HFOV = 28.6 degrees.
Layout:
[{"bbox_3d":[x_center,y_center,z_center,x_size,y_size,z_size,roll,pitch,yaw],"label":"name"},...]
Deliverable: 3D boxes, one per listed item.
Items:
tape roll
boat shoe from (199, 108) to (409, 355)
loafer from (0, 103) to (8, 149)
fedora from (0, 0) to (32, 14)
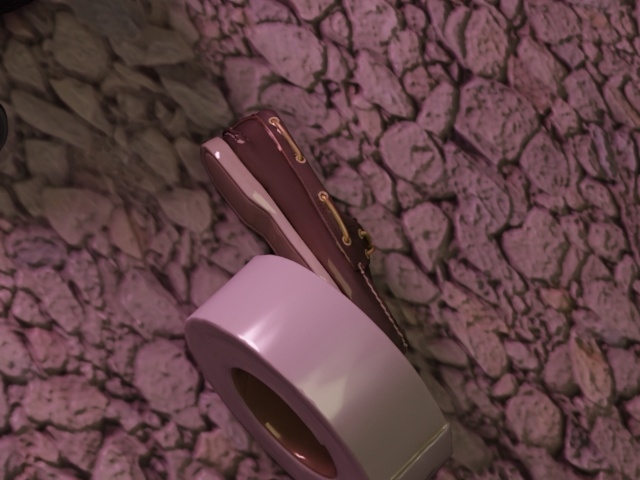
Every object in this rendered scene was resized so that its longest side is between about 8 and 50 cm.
[{"bbox_3d":[-0.004,0.152,1.247,0.100,0.286,0.286,-42,90,-21],"label":"tape roll"},{"bbox_3d":[0.000,0.000,1.377,0.096,0.116,0.324,-36,83,-17],"label":"boat shoe"},{"bbox_3d":[-0.461,-0.120,1.305,0.267,0.084,0.096,1,108,-12],"label":"loafer"},{"bbox_3d":[-0.392,-0.314,1.300,0.334,0.334,0.153,-1,112,-16],"label":"fedora"}]
